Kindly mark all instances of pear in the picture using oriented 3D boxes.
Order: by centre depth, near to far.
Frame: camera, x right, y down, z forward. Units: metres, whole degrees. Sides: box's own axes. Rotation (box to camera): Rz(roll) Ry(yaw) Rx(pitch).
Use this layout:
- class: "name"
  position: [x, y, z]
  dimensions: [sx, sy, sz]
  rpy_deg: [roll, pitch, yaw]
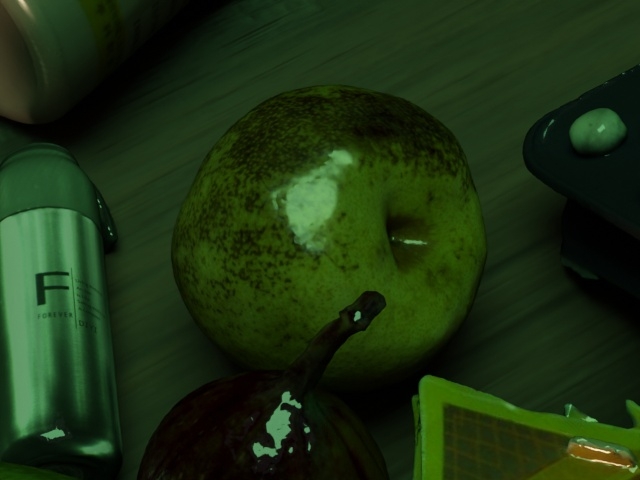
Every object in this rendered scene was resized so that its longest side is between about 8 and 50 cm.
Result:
- class: "pear"
  position: [0.000, 0.000, 1.236]
  dimensions: [0.197, 0.197, 0.197]
  rpy_deg: [-3, 52, 3]

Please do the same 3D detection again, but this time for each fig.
- class: "fig"
  position: [-0.030, 0.142, 1.125]
  dimensions: [0.148, 0.202, 0.149]
  rpy_deg: [-10, 68, -11]

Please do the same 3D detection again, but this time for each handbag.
- class: "handbag"
  position: [0.302, -0.057, 1.198]
  dimensions: [0.269, 0.118, 0.325]
  rpy_deg: [-34, 30, -12]

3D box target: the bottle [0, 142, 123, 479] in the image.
- class: "bottle"
  position: [-0.171, 0.050, 1.283]
  dimensions: [0.096, 0.079, 0.254]
  rpy_deg: [16, 45, -31]

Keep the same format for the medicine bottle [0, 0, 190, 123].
- class: "medicine bottle"
  position: [-0.151, -0.264, 1.434]
  dimensions: [0.208, 0.208, 0.340]
  rpy_deg: [31, 61, 25]

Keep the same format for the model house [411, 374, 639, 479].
- class: "model house"
  position: [0.191, 0.163, 1.066]
  dimensions: [0.357, 0.242, 0.313]
  rpy_deg: [-29, 53, -14]

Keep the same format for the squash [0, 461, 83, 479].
- class: "squash"
  position: [-0.166, 0.228, 1.035]
  dimensions: [0.310, 0.310, 0.309]
  rpy_deg: [-33, 45, -19]
